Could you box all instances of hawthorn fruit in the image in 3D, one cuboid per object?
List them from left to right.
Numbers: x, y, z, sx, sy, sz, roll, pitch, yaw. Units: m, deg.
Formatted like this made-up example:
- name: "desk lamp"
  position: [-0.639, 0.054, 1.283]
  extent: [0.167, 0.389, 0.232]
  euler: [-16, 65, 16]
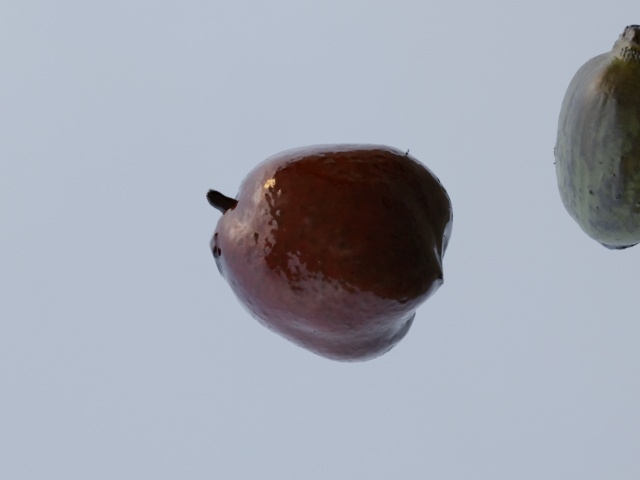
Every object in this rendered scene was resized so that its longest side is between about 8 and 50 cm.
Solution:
- name: "hawthorn fruit"
  position: [0.000, 0.000, 1.341]
  extent: [0.202, 0.185, 0.185]
  euler: [19, -135, -4]

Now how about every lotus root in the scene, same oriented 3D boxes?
- name: "lotus root"
  position: [0.389, -0.134, 2.142]
  extent: [0.173, 0.173, 0.309]
  euler: [-43, -42, -52]
